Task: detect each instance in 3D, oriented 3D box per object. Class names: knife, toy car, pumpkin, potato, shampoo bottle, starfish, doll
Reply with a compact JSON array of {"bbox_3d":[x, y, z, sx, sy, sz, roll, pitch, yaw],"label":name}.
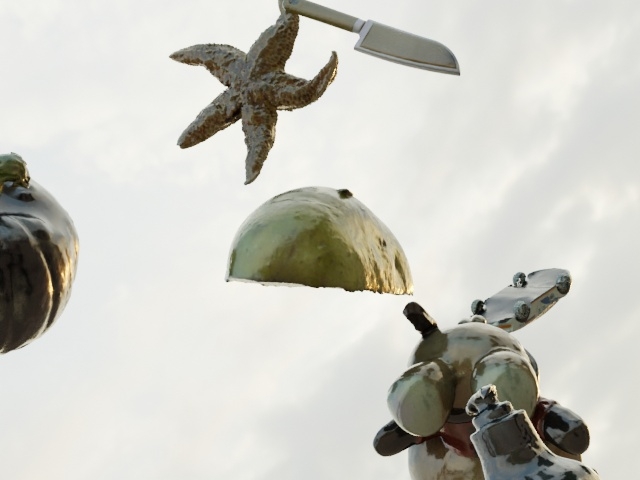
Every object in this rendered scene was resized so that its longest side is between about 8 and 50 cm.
[{"bbox_3d":[0.059,-0.244,1.349,0.046,0.256,0.022,-58,-25,-19],"label":"knife"},{"bbox_3d":[0.315,0.094,1.725,0.205,0.095,0.056,-26,-73,-41],"label":"toy car"},{"bbox_3d":[-0.446,-0.003,1.391,0.296,0.296,0.296,-27,-36,-22],"label":"pumpkin"},{"bbox_3d":[0.000,0.000,1.168,0.272,0.160,0.111,8,-93,-65],"label":"potato"},{"bbox_3d":[0.175,0.233,0.779,0.101,0.284,0.101,-25,-11,-5],"label":"shampoo bottle"},{"bbox_3d":[-0.093,-0.199,1.420,0.062,0.236,0.277,39,-122,-70],"label":"starfish"},{"bbox_3d":[0.179,0.208,1.240,0.235,0.174,0.330,-10,-47,13],"label":"doll"}]
